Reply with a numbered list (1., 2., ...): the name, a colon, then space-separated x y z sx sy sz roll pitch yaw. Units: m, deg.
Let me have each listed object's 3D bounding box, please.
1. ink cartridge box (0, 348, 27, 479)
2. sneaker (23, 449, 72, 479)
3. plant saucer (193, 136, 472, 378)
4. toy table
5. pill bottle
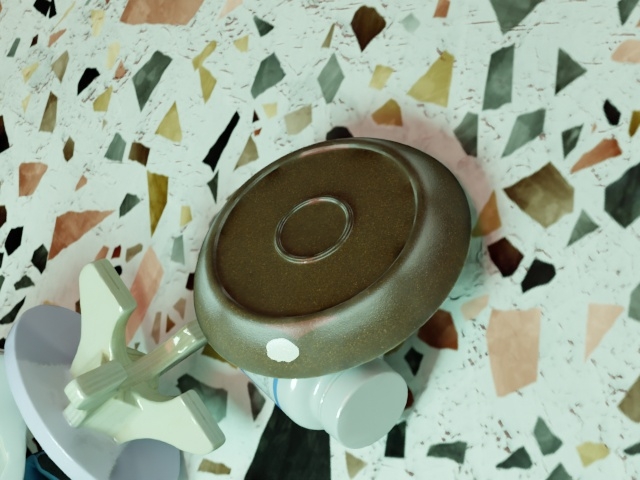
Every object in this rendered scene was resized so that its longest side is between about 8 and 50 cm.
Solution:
1. ink cartridge box: -0.478 0.322 1.509 0.385 0.160 0.279 130 142 -56
2. sneaker: -0.287 0.409 1.427 0.125 0.139 0.341 -32 58 31
3. plant saucer: 0.000 0.000 1.243 0.310 0.050 0.311 -15 48 16
4. toy table: -0.232 0.161 1.391 0.274 0.252 0.161 47 125 -1
5. pill bottle: -0.011 0.120 1.265 0.221 0.124 0.124 38 104 42
